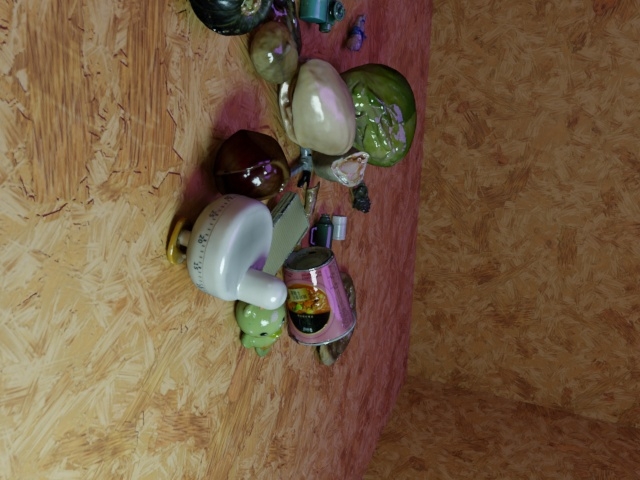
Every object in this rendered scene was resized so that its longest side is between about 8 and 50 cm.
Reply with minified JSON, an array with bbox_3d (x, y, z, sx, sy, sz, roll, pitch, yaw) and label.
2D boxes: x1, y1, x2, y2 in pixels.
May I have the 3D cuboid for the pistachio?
[{"bbox_3d":[-0.003,-0.370,1.549,0.213,0.193,0.318,-39,139,-14],"label":"pistachio"}]

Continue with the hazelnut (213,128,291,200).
[{"bbox_3d":[-0.153,-0.162,1.280,0.202,0.170,0.161,50,44,-48],"label":"hazelnut"}]

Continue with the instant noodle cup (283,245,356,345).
[{"bbox_3d":[-0.017,0.162,1.748,0.244,0.243,0.255,-51,135,-54],"label":"instant noodle cup"}]

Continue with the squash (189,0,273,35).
[{"bbox_3d":[-0.175,-0.504,1.101,0.193,0.156,0.193,-22,142,-18],"label":"squash"}]

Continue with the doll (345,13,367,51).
[{"bbox_3d":[0.130,-0.731,1.976,0.227,0.057,0.114,-71,165,-49],"label":"doll"}]

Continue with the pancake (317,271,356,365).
[{"bbox_3d":[0.068,0.311,2.207,0.382,0.071,0.383,8,90,-69],"label":"pancake"}]

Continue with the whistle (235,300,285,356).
[{"bbox_3d":[-0.150,0.243,1.510,0.294,0.141,0.141,79,28,-42],"label":"whistle"}]

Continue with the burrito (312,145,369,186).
[{"bbox_3d":[0.058,-0.244,1.756,0.105,0.143,0.299,60,-4,-18],"label":"burrito"}]

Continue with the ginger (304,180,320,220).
[{"bbox_3d":[-0.033,-0.130,1.806,0.057,0.044,0.137,-129,-129,-78],"label":"ginger"}]

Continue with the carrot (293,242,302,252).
[{"bbox_3d":[-0.101,-0.018,1.661,0.191,0.047,0.047,56,47,-58],"label":"carrot"}]

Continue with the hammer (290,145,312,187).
[{"bbox_3d":[-0.119,-0.176,1.563,0.427,0.044,0.152,-43,138,-58],"label":"hammer"}]

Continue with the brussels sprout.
[{"bbox_3d":[0.165,-0.431,1.861,0.371,0.275,0.315,32,63,-40],"label":"brussels sprout"}]

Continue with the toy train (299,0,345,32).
[{"bbox_3d":[0.000,-0.732,1.586,0.159,0.101,0.249,-13,109,-54],"label":"toy train"}]

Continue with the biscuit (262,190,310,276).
[{"bbox_3d":[-0.124,-0.003,1.552,0.252,0.052,0.150,-57,147,-27],"label":"biscuit"}]

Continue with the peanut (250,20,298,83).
[{"bbox_3d":[-0.114,-0.460,1.365,0.141,0.109,0.159,-63,166,-17],"label":"peanut"}]

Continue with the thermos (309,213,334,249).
[{"bbox_3d":[0.003,0.000,1.922,0.073,0.083,0.188,-101,-163,-86],"label":"thermos"}]

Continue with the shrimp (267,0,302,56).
[{"bbox_3d":[-0.087,-0.575,1.457,0.254,0.059,0.145,62,38,-58],"label":"shrimp"}]

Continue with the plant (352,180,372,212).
[{"bbox_3d":[0.168,-0.176,2.275,0.174,0.087,0.085,77,-1,-54],"label":"plant"}]

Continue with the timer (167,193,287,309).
[{"bbox_3d":[-0.172,0.023,1.199,0.233,0.239,0.234,18,90,-73],"label":"timer"}]

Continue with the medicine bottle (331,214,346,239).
[{"bbox_3d":[0.068,-0.049,2.079,0.057,0.057,0.089,-20,117,-67],"label":"medicine bottle"}]
